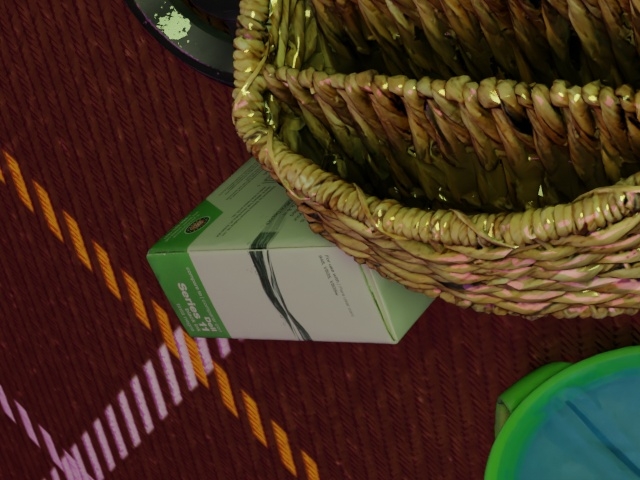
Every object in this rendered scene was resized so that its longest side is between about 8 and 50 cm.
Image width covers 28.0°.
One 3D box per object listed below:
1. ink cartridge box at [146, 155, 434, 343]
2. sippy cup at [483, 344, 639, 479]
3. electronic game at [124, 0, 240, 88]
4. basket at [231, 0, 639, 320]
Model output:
[{"bbox_3d":[0.000,0.000,0.960,0.208,0.153,0.087,-2,122,42],"label":"ink cartridge box"},{"bbox_3d":[0.247,0.231,0.903,0.240,0.306,0.224,-9,132,13],"label":"sippy cup"},{"bbox_3d":[-0.069,-0.203,0.931,0.229,0.048,0.229,21,141,19],"label":"electronic game"},{"bbox_3d":[0.089,-0.099,0.715,0.299,0.213,0.223,11,151,34],"label":"basket"}]
